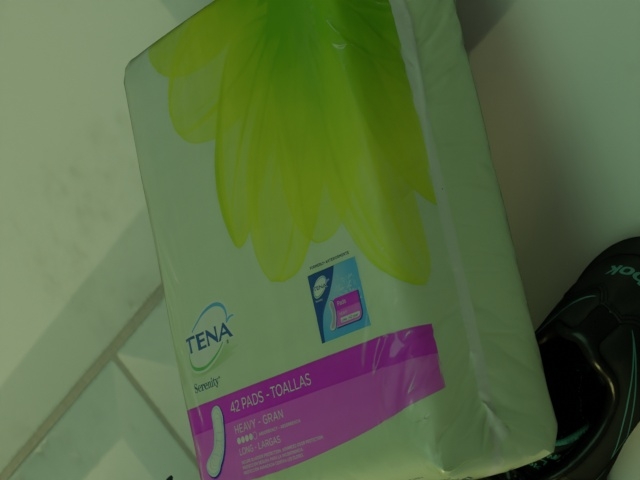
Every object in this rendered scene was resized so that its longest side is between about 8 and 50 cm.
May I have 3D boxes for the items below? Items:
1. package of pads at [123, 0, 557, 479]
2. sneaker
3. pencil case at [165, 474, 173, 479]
[{"bbox_3d":[0.000,0.000,1.100,0.229,0.101,0.296,-24,74,54],"label":"package of pads"},{"bbox_3d":[0.120,0.109,1.113,0.101,0.106,0.267,38,130,18],"label":"sneaker"},{"bbox_3d":[-0.084,0.296,1.349,0.124,0.124,0.284,32,127,25],"label":"pencil case"}]
